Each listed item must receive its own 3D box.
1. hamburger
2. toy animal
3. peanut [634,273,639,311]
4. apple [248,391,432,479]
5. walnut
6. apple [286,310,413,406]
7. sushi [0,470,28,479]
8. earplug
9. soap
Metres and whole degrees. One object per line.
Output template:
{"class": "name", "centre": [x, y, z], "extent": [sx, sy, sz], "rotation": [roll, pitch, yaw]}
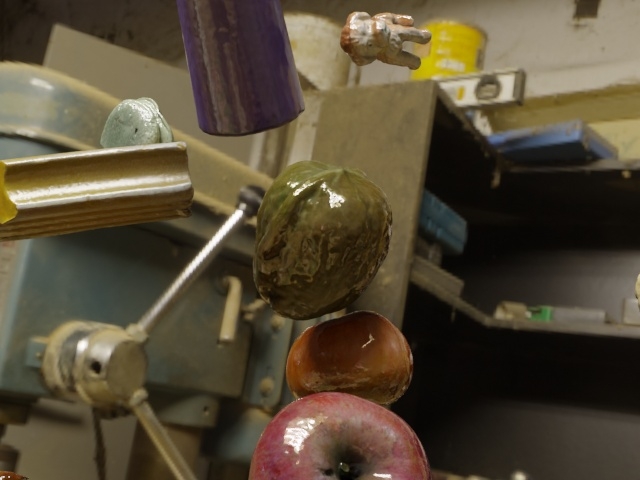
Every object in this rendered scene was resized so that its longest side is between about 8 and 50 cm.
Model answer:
{"class": "hamburger", "centre": [-0.229, -0.135, 1.034], "extent": [0.054, 0.084, 0.121], "rotation": [3, 31, -49]}
{"class": "toy animal", "centre": [0.084, -0.390, 1.563], "extent": [0.185, 0.104, 0.184], "rotation": [-18, 40, -43]}
{"class": "peanut", "centre": [0.596, 0.082, 1.198], "extent": [0.256, 0.123, 0.123], "rotation": [2, -14, 18]}
{"class": "apple", "centre": [0.015, 0.201, 0.658], "extent": [0.153, 0.153, 0.120], "rotation": [12, -38, -11]}
{"class": "walnut", "centre": [0.000, 0.000, 1.404], "extent": [0.227, 0.283, 0.283], "rotation": [36, 2, 30]}
{"class": "apple", "centre": [0.052, 0.224, 1.518], "extent": [0.235, 0.173, 0.210], "rotation": [-5, -18, 0]}
{"class": "sushi", "centre": [-0.451, 0.356, 1.103], "extent": [0.052, 0.120, 0.055], "rotation": [45, -34, -17]}
{"class": "earplug", "centre": [-0.168, -0.435, 1.515], "extent": [0.215, 0.456, 0.215], "rotation": [-8, 27, 4]}
{"class": "soap", "centre": [-0.262, -0.052, 0.917], "extent": [0.232, 0.073, 0.140], "rotation": [-8, -10, -11]}
